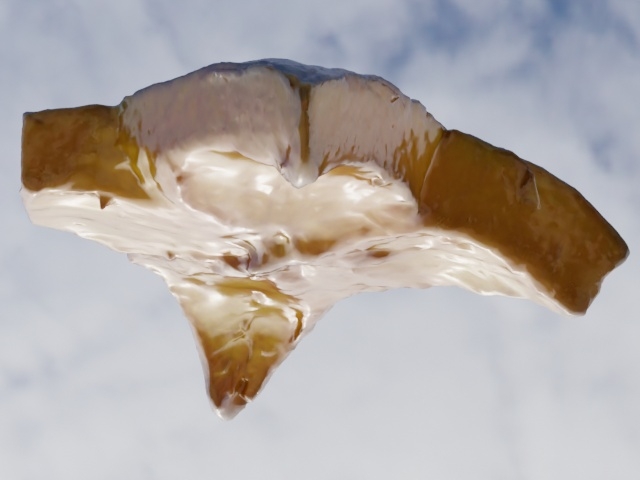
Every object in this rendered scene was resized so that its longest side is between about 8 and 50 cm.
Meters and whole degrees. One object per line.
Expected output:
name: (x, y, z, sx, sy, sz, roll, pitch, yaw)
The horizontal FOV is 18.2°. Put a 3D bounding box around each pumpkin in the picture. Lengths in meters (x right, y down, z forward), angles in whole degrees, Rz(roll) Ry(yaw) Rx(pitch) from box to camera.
pumpkin: (-0.026, -0.005, 0.999, 0.290, 0.258, 0.095, -16, -122, 40)
